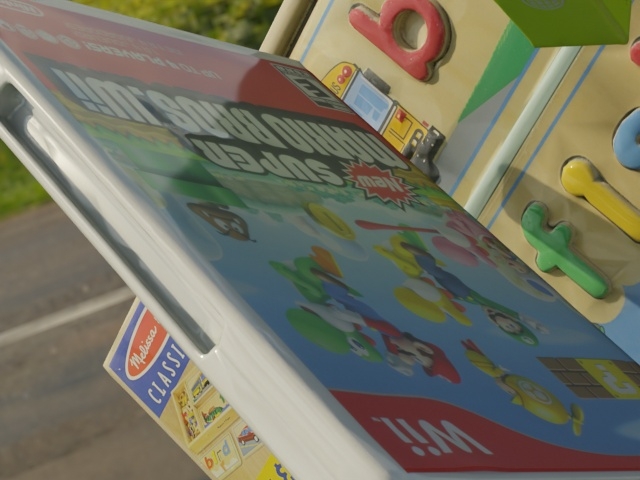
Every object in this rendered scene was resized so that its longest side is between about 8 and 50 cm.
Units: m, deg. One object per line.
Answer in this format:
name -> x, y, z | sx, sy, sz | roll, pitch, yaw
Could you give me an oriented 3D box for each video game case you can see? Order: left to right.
video game case -> 0.000, 0.000, 0.586 | 0.204, 0.025, 0.285 | 8, 29, -48

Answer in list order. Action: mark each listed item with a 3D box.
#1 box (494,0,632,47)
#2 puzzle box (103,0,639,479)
box -> 0.058, -0.142, 0.524 | 0.042, 0.109, 0.178 | 1, -15, 27
puzzle box -> 0.069, -0.005, 0.781 | 0.052, 0.272, 0.409 | -17, -38, -51
